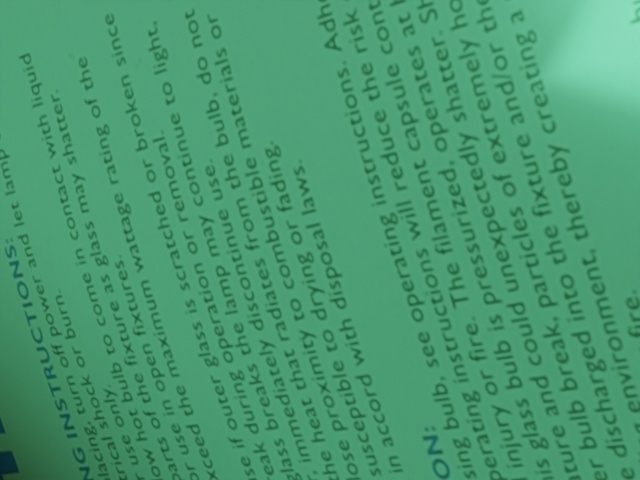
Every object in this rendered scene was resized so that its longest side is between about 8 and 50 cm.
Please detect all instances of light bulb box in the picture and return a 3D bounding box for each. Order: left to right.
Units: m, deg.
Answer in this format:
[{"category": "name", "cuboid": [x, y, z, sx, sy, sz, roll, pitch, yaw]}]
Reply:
[{"category": "light bulb box", "cuboid": [0.090, -0.034, 0.644, 0.361, 0.225, 0.358, -13, 6, 44]}]
